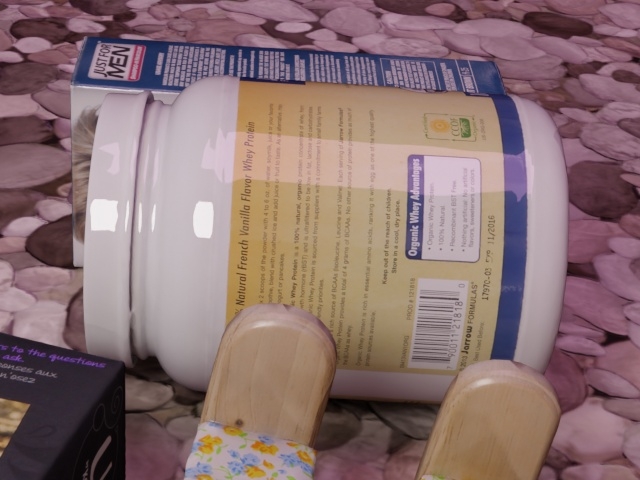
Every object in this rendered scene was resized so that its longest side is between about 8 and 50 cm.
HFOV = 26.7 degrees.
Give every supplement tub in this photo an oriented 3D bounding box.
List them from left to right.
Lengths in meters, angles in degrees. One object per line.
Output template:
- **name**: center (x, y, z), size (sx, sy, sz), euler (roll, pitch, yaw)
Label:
- **supplement tub**: center (0.000, 0.000, 0.964), size (0.316, 0.228, 0.228), euler (4, 30, -3)

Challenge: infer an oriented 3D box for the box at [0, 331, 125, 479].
- **box**: center (-0.213, 0.181, 0.681), size (0.143, 0.165, 0.270), euler (12, 30, 11)

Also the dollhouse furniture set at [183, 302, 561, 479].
- **dollhouse furniture set**: center (0.118, 0.170, 0.602), size (0.394, 0.256, 0.362), euler (13, 28, -4)

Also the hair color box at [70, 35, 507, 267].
- **hair color box**: center (-0.029, -0.063, 1.123), size (0.347, 0.174, 0.105), euler (3, 31, -3)
